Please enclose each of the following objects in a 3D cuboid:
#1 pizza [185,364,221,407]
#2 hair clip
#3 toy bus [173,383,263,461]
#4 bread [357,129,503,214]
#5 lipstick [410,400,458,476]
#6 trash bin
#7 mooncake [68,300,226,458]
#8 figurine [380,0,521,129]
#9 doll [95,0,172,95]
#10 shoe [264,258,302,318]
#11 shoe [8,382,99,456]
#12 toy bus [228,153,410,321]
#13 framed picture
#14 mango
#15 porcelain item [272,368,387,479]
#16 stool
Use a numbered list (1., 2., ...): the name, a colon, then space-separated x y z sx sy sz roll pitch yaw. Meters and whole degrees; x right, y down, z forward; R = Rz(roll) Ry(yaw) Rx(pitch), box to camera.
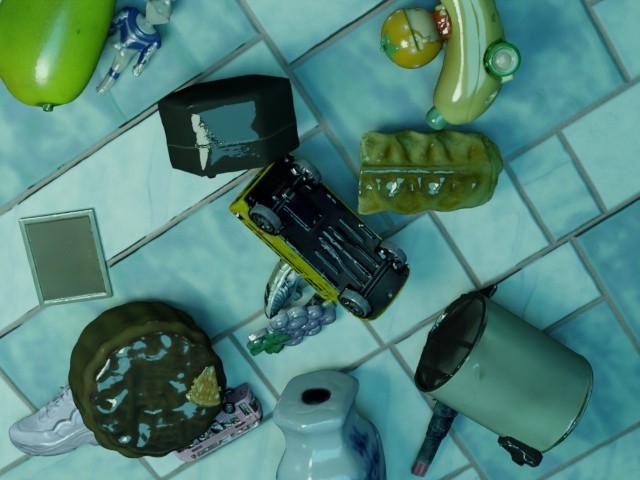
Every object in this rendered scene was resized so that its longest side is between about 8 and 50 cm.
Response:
1. pizza: -0.209 0.264 1.853 0.083 0.025 0.078 27 73 -46
2. hair clip: -0.060 0.161 1.968 0.195 0.052 0.124 -32 142 6
3. toy bus: -0.213 0.367 2.043 0.203 0.063 0.090 -30 112 11
4. bread: 0.196 -0.125 1.843 0.268 0.130 0.152 -2 107 -4
5. lipstick: 0.234 0.388 2.085 0.053 0.053 0.234 18 113 -9
6. trash bin: 0.348 0.252 1.944 0.262 0.217 0.277 30 69 -14
7. mooncake: -0.320 0.266 1.910 0.290 0.161 0.290 -5 104 -21
8. figurine: 0.211 -0.357 1.763 0.222 0.124 0.324 -17 108 7
9. doll: -0.326 -0.351 1.770 0.227 0.057 0.114 -35 103 19
10. shoe: -0.064 0.088 1.945 0.071 0.064 0.143 26 102 -12
11. shoe: -0.495 0.337 2.005 0.245 0.095 0.137 -9 107 -3
12. toy bus: 0.000 0.000 1.849 0.331 0.151 0.145 44 67 -12
13. framed picture: -0.480 0.034 1.929 0.142 0.011 0.183 -8 111 0
14. mango: -0.434 -0.388 1.691 0.192 0.156 0.343 22 95 21
15. porcelain item: 0.026 0.471 2.003 0.178 0.242 0.405 -3 115 18
16. stool: -0.155 -0.198 1.750 0.232 0.232 0.141 -9 107 1
